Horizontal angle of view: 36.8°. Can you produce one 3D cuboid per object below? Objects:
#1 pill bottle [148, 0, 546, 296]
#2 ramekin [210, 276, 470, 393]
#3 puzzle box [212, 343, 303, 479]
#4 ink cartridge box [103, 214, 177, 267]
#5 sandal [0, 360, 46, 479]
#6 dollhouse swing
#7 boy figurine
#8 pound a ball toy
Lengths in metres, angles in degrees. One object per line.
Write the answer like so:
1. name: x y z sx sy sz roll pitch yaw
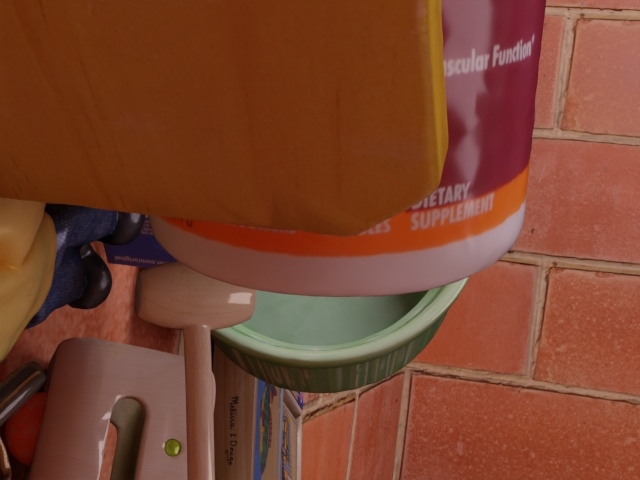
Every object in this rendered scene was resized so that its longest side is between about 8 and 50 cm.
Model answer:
1. pill bottle: 0.010 -0.189 0.496 0.224 0.223 0.392 -55 148 -63
2. ramekin: 0.000 0.000 0.933 0.148 0.303 0.304 84 17 -64
3. puzzle box: -0.069 0.270 1.103 0.272 0.052 0.409 70 18 -62
4. ink cartridge box: -0.092 -0.117 0.716 0.065 0.185 0.311 -64 156 -59
5. sandal: -0.207 0.165 0.512 0.090 0.060 0.219 -33 -154 60
6. dollhouse swing: -0.086 -0.211 0.358 0.305 0.346 0.315 61 37 -65
7. boy figurine: -0.205 0.034 0.525 0.177 0.092 0.285 -60 171 22
8. pound a ball toy: -0.150 0.180 0.632 0.208 0.135 0.319 139 -39 -62
